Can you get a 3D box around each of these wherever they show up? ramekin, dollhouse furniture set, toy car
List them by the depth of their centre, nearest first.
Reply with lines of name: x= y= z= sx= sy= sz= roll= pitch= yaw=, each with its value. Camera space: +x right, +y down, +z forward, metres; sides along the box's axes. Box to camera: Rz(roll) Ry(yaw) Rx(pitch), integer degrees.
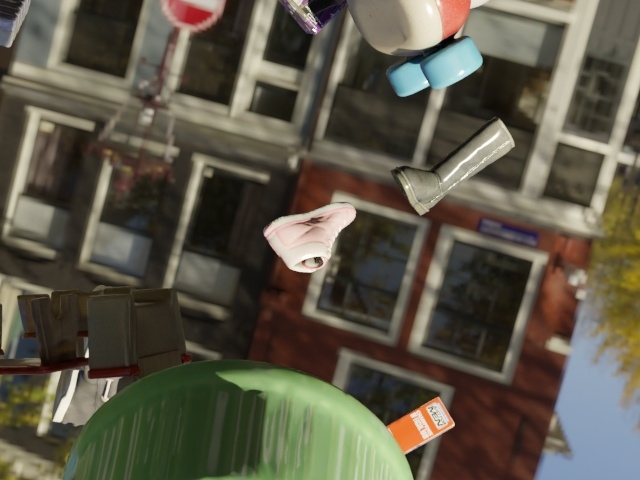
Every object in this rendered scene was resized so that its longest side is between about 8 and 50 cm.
ramekin: x=-0.071 y=0.261 z=0.978 sx=0.303 sy=0.303 sz=0.148 roll=14 pitch=-153 yaw=-6
dollhouse furniture set: x=-0.264 y=0.123 z=1.211 sx=0.259 sy=0.135 sz=0.262 roll=-4 pitch=-179 yaw=29
toy car: x=0.164 y=-0.335 z=1.521 sx=0.238 sy=0.219 sz=0.210 roll=-33 pitch=-169 yaw=-15

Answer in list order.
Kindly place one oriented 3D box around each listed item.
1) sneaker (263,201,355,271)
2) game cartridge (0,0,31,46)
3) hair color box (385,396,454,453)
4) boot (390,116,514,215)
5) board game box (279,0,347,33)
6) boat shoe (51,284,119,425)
sneaker: x=0.000 y=0.000 z=1.428 sx=0.134 sy=0.051 sz=0.070 roll=-15 pitch=-115 yaw=-42
game cartridge: x=-0.638 y=-0.395 z=1.894 sx=0.355 sy=0.068 sz=0.230 roll=13 pitch=-161 yaw=-12
hair color box: x=0.123 y=0.306 z=1.888 sx=0.053 sy=0.167 sz=0.093 roll=59 pitch=180 yaw=12
boot: x=0.231 y=-0.137 z=2.099 sx=0.076 sy=0.208 sz=0.189 roll=61 pitch=-171 yaw=15
board game box: x=-0.048 y=-0.483 z=1.686 sx=0.347 sy=0.208 sz=0.056 roll=47 pitch=171 yaw=-20
boat shoe: x=-0.300 y=0.165 z=1.709 sx=0.095 sy=0.112 sz=0.335 roll=11 pitch=144 yaw=-17
